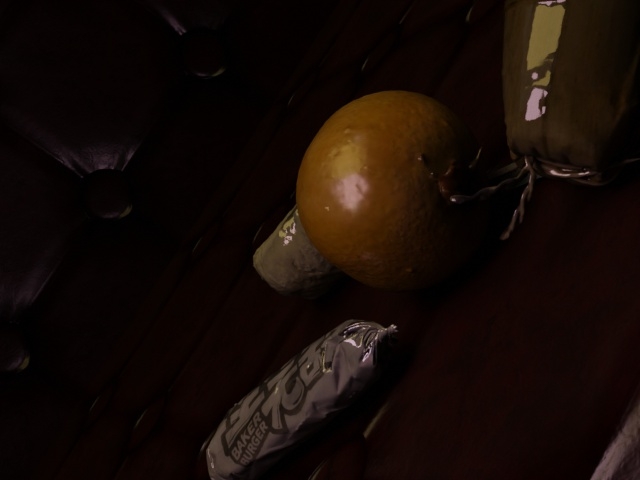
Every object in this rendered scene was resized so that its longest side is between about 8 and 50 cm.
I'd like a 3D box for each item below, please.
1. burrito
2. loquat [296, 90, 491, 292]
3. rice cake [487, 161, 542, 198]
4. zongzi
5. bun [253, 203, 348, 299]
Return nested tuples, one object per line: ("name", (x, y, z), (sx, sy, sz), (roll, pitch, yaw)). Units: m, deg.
("burrito", (-0.018, 0.215, 1.623), (0.445, 0.101, 0.139), (-43, 14, 39))
("loquat", (0.102, -0.064, 1.547), (0.275, 0.275, 0.275), (-48, 17, 20))
("rice cake", (0.253, -0.083, 1.588), (0.033, 0.033, 0.207), (-52, 14, -30))
("zongzi", (0.375, -0.232, 1.477), (0.218, 0.467, 0.500), (7, 89, 30))
("bun", (0.000, 0.000, 1.923), (0.244, 0.153, 0.244), (-49, -4, -4))
